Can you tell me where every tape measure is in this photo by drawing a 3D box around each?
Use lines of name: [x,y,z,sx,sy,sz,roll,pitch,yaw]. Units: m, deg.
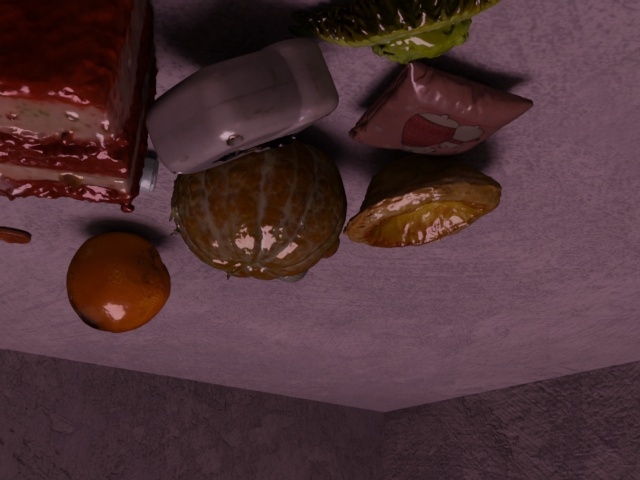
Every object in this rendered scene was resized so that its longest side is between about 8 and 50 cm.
tape measure: [-0.115,-0.182,1.081,0.265,0.130,0.258,-26,-173,-32]

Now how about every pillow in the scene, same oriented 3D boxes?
pillow: [0.187,-0.202,1.203,0.236,0.084,0.223,8,159,-25]

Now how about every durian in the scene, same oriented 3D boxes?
durian: [0.127,-0.294,0.972,0.375,0.107,0.132,-4,162,26]

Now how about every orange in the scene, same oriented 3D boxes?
orange: [-0.489,0.099,1.792,0.246,0.246,0.246,2,157,1]
orange: [-0.111,-0.058,1.375,0.329,0.249,0.329,8,161,3]

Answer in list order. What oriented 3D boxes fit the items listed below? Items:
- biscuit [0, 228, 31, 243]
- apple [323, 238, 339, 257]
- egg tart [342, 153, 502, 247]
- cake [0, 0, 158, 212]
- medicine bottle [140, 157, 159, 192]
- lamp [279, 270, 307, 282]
biscuit: [-0.772,-0.011,1.859,0.091,0.015,0.078,15,156,-25]
apple: [0.000,0.000,1.719,0.089,0.075,0.089,5,157,2]
egg tart: [0.181,-0.081,1.388,0.318,0.128,0.319,-13,165,-3]
cake: [-0.373,-0.218,0.999,0.269,0.270,0.319,5,156,-6]
medicine bottle: [-0.427,-0.144,1.417,0.228,0.083,0.121,9,154,-17]
lamp: [-0.109,0.052,1.835,0.193,0.106,0.106,-2,159,36]
